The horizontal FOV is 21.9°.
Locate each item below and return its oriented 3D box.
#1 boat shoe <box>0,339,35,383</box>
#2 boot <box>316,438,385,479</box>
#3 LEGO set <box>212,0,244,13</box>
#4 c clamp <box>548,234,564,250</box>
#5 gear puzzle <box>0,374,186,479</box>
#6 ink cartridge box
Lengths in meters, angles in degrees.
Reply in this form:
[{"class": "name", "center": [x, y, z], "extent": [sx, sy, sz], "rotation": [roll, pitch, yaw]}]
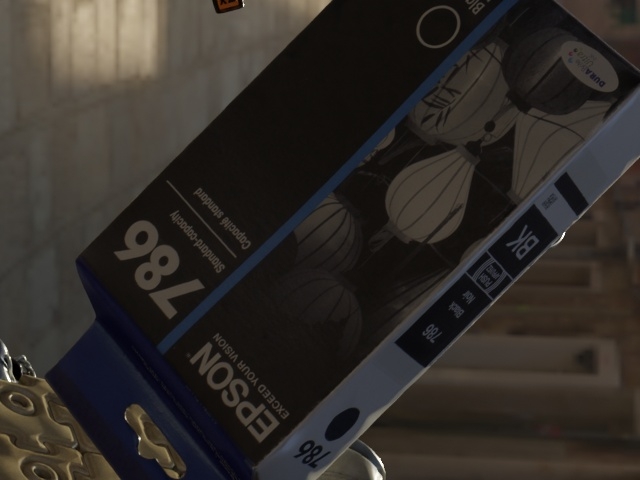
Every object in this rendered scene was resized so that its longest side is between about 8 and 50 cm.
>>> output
[{"class": "boat shoe", "center": [-0.274, 0.136, 1.500], "extent": [0.065, 0.075, 0.206], "rotation": [-67, 160, -13]}, {"class": "boot", "center": [-0.085, 0.260, 0.850], "extent": [0.118, 0.338, 0.223], "rotation": [50, 13, -27]}, {"class": "LEGO set", "center": [-0.007, -0.239, 1.246], "extent": [0.182, 0.244, 0.060], "rotation": [23, -46, 52]}, {"class": "c clamp", "center": [0.119, -0.038, 1.214], "extent": [0.022, 0.160, 0.137], "rotation": [-48, -159, 29]}, {"class": "gear puzzle", "center": [-0.180, 0.160, 1.141], "extent": [0.044, 0.339, 0.175], "rotation": [-59, -145, 20]}, {"class": "ink cartridge box", "center": [0.000, 0.000, 0.833], "extent": [0.333, 0.165, 0.065], "rotation": [-47, 150, 3]}]
